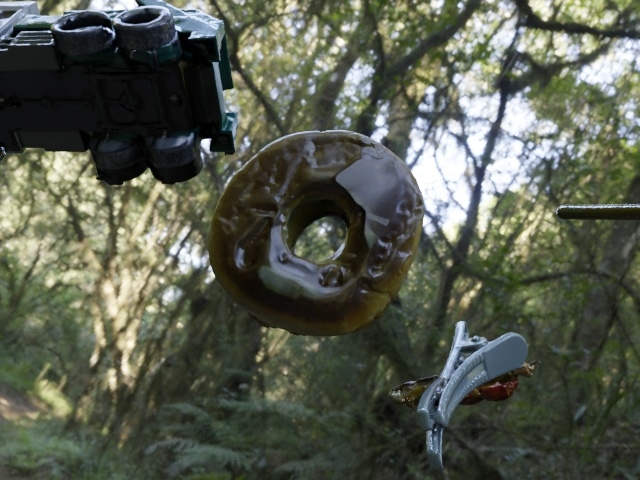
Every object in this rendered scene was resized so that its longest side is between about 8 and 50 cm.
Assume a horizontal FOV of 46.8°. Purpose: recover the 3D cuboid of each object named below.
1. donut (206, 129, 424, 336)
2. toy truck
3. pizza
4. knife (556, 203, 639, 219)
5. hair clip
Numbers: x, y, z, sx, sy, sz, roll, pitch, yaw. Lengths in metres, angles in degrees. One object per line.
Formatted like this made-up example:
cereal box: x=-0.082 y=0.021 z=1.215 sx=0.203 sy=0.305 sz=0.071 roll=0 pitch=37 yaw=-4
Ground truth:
donut: x=0.000 y=0.000 z=1.128 sx=0.330 sy=0.330 sz=0.160 roll=29 pitch=-14 yaw=16
toy truck: x=-0.161 y=-0.115 z=0.506 sx=0.216 sy=0.116 sz=0.110 roll=1 pitch=-50 yaw=8
pizza: x=0.092 y=0.110 z=0.535 sx=0.099 sy=0.029 sz=0.100 roll=-8 pitch=-16 yaw=-22
knife: x=0.406 y=-0.035 z=0.777 sx=0.061 sy=0.027 sz=0.343 roll=-4 pitch=4 yaw=-36
hair clip: x=0.075 y=0.072 z=0.374 sx=0.039 sy=0.115 sz=0.030 roll=-18 pitch=-82 yaw=30
